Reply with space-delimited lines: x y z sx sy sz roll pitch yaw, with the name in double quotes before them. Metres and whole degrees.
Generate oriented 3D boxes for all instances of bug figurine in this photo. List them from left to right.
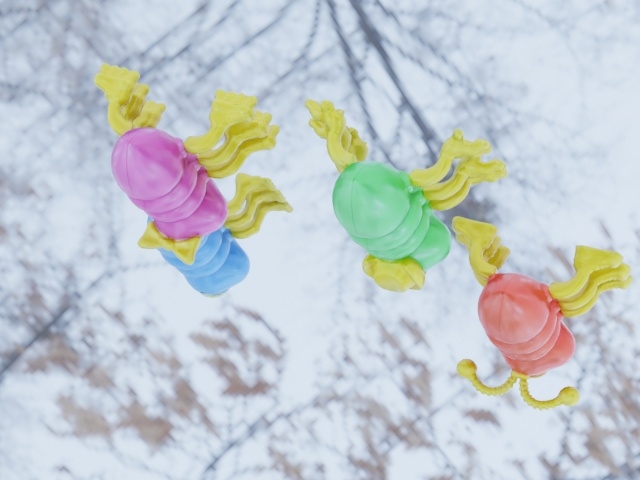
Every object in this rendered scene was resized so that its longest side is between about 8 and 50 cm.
"bug figurine" 0.000 0.000 0.858 0.279 0.216 0.072 13 -108 27
